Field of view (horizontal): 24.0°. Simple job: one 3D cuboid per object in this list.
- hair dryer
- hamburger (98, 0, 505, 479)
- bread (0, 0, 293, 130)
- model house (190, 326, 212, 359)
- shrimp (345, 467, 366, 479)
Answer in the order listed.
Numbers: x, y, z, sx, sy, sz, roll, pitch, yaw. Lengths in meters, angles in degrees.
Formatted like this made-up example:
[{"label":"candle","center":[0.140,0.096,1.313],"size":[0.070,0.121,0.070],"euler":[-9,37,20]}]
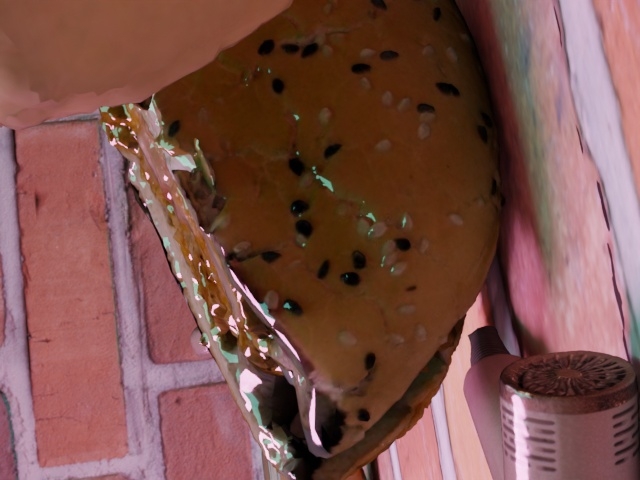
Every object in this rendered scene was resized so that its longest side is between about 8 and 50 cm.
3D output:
[{"label":"hair dryer","center":[0.088,0.120,0.654],"size":[0.220,0.054,0.195],"euler":[-117,21,-74]},{"label":"hamburger","center":[0.001,-0.036,0.763],"size":[0.288,0.192,0.167],"euler":[59,173,18]},{"label":"bread","center":[-0.079,-0.297,0.500],"size":[0.371,0.279,0.390],"euler":[-126,27,-49]},{"label":"model house","center":[-0.024,-0.028,1.021],"size":[0.229,0.122,0.188],"euler":[-25,75,57]},{"label":"shrimp","center":[-0.003,0.204,1.364],"size":[0.185,0.068,0.287],"euler":[-140,36,-69]}]
